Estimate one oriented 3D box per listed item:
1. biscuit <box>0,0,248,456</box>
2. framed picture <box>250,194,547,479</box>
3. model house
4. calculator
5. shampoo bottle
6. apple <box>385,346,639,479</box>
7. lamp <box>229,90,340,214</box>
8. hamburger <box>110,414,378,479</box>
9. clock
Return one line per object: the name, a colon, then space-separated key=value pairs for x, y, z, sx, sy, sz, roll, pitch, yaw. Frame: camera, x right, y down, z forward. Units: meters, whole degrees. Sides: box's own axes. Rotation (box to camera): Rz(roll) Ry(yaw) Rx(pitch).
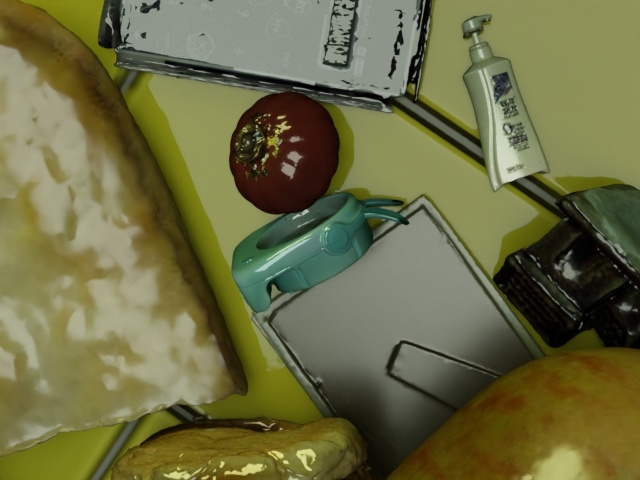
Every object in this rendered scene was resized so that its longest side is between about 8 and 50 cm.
biscuit: x=-0.338 y=0.003 z=0.998 sx=0.429 sy=0.104 sz=0.446 roll=-23 pitch=95 yaw=9
framed picture: x=0.087 y=0.115 z=0.988 sx=0.189 sy=0.023 sz=0.260 roll=-36 pitch=90 yaw=10
model house: x=0.219 y=0.044 z=0.922 sx=0.165 sy=0.106 sz=0.152 roll=49 pitch=131 yaw=4
calculator: x=-0.043 y=-0.205 z=0.972 sx=0.274 sy=0.028 sz=0.165 roll=10 pitch=97 yaw=7
shampoo bottle: x=0.142 y=-0.113 z=0.953 sx=0.049 sy=0.034 sz=0.141 roll=-18 pitch=91 yaw=15
apple: x=0.206 y=0.267 z=0.833 sx=0.400 sy=0.333 sz=0.400 roll=-6 pitch=108 yaw=-20
lamp: x=-0.030 y=-0.070 z=0.953 sx=0.101 sy=0.090 sz=0.101 roll=-8 pitch=78 yaw=44
hamburger: x=-0.059 y=0.197 z=0.930 sx=0.214 sy=0.214 sz=0.108 roll=-1 pitch=94 yaw=8
clock: x=0.000 y=-0.001 z=0.949 sx=0.147 sy=0.108 sz=0.045 roll=-27 pitch=106 yaw=6
